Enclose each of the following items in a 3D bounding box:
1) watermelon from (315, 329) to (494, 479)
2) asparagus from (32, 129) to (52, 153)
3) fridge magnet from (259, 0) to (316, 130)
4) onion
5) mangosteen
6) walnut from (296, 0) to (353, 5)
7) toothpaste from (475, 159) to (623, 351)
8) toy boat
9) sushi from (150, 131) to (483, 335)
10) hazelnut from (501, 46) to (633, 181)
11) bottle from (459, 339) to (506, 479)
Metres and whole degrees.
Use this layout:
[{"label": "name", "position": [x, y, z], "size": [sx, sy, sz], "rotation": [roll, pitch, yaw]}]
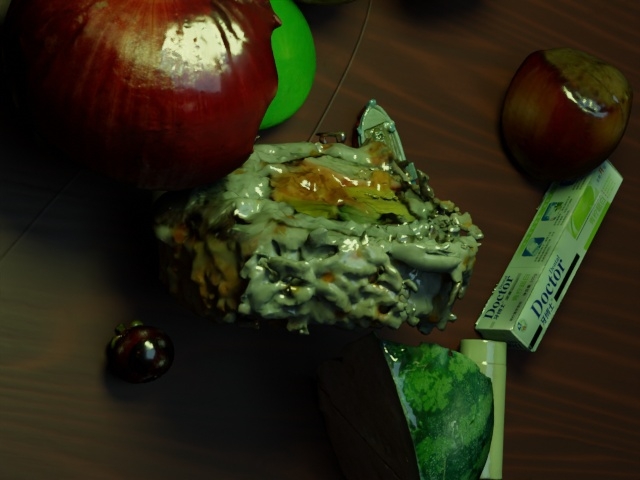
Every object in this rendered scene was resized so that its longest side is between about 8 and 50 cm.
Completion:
[{"label": "watermelon", "position": [0.150, 0.249, 1.915], "size": [0.222, 0.292, 0.319], "rotation": [-23, 89, -29]}, {"label": "asparagus", "position": [-0.348, -0.223, 1.764], "size": [0.034, 0.027, 0.236], "rotation": [1, 85, -34]}, {"label": "fridge magnet", "position": [-0.099, -0.249, 1.896], "size": [0.208, 0.088, 0.208], "rotation": [3, 85, -33]}, {"label": "onion", "position": [-0.214, -0.222, 1.670], "size": [0.341, 0.341, 0.341], "rotation": [3, 84, -33]}, {"label": "mangosteen", "position": [-0.223, 0.140, 1.785], "size": [0.081, 0.081, 0.081], "rotation": [3, 84, -33]}, {"label": "walnut", "position": [0.007, -0.397, 1.912], "size": [0.167, 0.207, 0.167], "rotation": [-6, 99, -45]}, {"label": "toothpaste", "position": [0.351, 0.017, 2.176], "size": [0.067, 0.081, 0.336], "rotation": [43, 65, -27]}, {"label": "toy boat", "position": [0.093, -0.117, 2.029], "size": [0.069, 0.059, 0.172], "rotation": [-24, 99, -33]}, {"label": "sushi", "position": [0.004, 0.001, 1.771], "size": [0.418, 0.417, 0.175], "rotation": [-10, 117, -34]}, {"label": "hazelnut", "position": [0.370, -0.183, 2.156], "size": [0.208, 0.208, 0.208], "rotation": [3, 84, -33]}, {"label": "bottle", "position": [0.234, 0.247, 2.083], "size": [0.072, 0.072, 0.201], "rotation": [8, 81, -33]}]
